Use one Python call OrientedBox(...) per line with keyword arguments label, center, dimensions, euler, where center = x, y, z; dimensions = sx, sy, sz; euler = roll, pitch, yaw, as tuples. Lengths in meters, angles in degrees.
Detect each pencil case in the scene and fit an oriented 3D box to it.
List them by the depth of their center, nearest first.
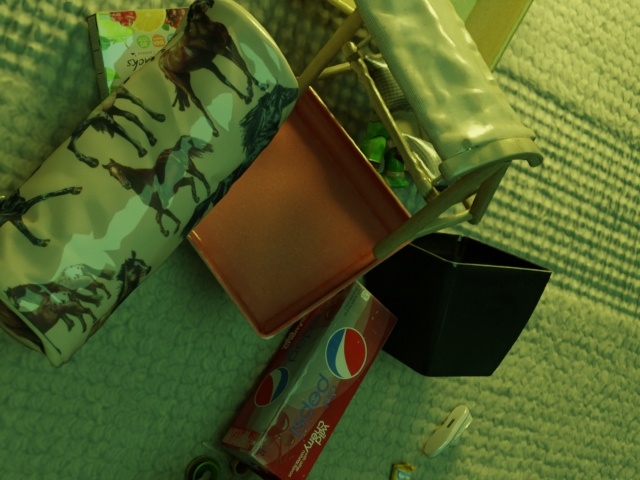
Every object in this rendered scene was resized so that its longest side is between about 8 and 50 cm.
OrientedBox(label="pencil case", center=(-0.199, -0.076, 0.918), dimensions=(0.183, 0.160, 0.410), euler=(38, 75, 11))

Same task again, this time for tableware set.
OrientedBox(label="tableware set", center=(-0.141, 0.338, 1.098), dimensions=(0.104, 0.024, 0.154), euler=(38, 72, -30))

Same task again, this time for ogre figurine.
OrientedBox(label="ogre figurine", center=(0.122, -0.134, 1.199), dimensions=(0.197, 0.097, 0.118), euler=(-5, 108, -22))

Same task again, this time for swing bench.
OrientedBox(label="swing bench", center=(0.110, -0.152, 0.990), dimensions=(0.165, 0.255, 0.253), euler=(-20, 75, -21))

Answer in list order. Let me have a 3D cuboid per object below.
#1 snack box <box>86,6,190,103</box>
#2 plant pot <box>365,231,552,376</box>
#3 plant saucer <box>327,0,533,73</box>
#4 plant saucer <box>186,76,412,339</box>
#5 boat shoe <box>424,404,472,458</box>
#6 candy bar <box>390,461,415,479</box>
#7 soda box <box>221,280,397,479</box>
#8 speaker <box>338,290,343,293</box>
OrientedBox(label="snack box", center=(-0.192, -0.216, 1.019), dimensions=(0.141, 0.037, 0.100), euler=(-14, 102, -32))
OrientedBox(label="plant pot", center=(0.169, 0.087, 1.204), dimensions=(0.187, 0.188, 0.167), euler=(6, 103, -34))
OrientedBox(label="plant saucer", center=(0.149, -0.414, 1.153), dimensions=(0.332, 0.081, 0.333), euler=(28, 93, -23))
OrientedBox(label="plant saucer", center=(-0.050, -0.042, 1.065), dimensions=(0.258, 0.048, 0.259), euler=(-33, 81, -28))
OrientedBox(label="boat shoe", center=(0.194, 0.293, 1.311), dimensions=(0.100, 0.035, 0.035), euler=(-46, 113, -30))
OrientedBox(label="candy bar", center=(0.108, 0.399, 1.270), dimensions=(0.040, 0.018, 0.162), euler=(12, 88, -34))
OrientedBox(label="soda box", center=(-0.012, 0.179, 1.124), dimensions=(0.092, 0.083, 0.263), euler=(44, 65, -25))
OrientedBox(label="speaker", center=(0.000, 0.000, 1.121), dimensions=(0.055, 0.055, 0.136), euler=(11, 64, -33))
